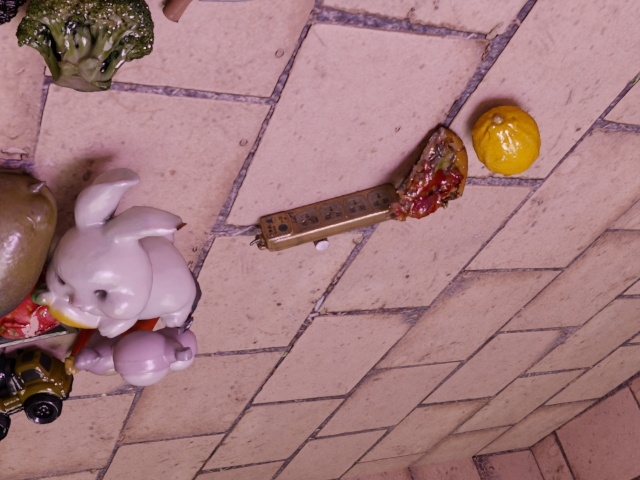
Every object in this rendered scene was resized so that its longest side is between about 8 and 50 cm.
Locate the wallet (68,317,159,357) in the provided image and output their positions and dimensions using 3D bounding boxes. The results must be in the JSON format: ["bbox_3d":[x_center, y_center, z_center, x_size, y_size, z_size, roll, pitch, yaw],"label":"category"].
[{"bbox_3d":[-0.425,0.198,1.593,0.142,0.045,0.204,5,141,-30],"label":"wallet"}]

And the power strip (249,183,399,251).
[{"bbox_3d":[0.015,-0.041,1.431,0.306,0.064,0.044,-16,146,-5],"label":"power strip"}]

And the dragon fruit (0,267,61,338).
[{"bbox_3d":[-0.491,0.079,1.292,0.153,0.153,0.110,-11,130,-12],"label":"dragon fruit"}]

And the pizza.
[{"bbox_3d":[0.202,-0.091,1.399,0.193,0.053,0.201,-48,148,-3],"label":"pizza"}]

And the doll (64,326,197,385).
[{"bbox_3d":[-0.343,0.206,1.417,0.160,0.094,0.365,-7,180,-42],"label":"doll"}]

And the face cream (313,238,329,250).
[{"bbox_3d":[0.000,0.000,1.477,0.038,0.020,0.115,-20,-169,-1],"label":"face cream"}]

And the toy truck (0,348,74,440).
[{"bbox_3d":[-0.622,0.286,1.554,0.225,0.147,0.165,-17,121,0],"label":"toy truck"}]

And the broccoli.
[{"bbox_3d":[-0.272,-0.244,0.899,0.162,0.137,0.146,10,167,-5],"label":"broccoli"}]

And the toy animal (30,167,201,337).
[{"bbox_3d":[-0.313,0.043,1.226,0.247,0.183,0.310,-50,158,-8],"label":"toy animal"}]

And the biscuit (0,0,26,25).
[{"bbox_3d":[-0.364,-0.282,0.885,0.089,0.027,0.087,-14,148,-8],"label":"biscuit"}]

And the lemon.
[{"bbox_3d":[0.319,-0.174,1.339,0.114,0.114,0.155,-27,145,14],"label":"lemon"}]

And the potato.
[{"bbox_3d":[-0.481,0.002,1.128,0.174,0.159,0.251,36,100,-29],"label":"potato"}]

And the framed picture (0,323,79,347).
[{"bbox_3d":[-0.616,0.178,1.406,0.325,0.020,0.240,-10,169,-14],"label":"framed picture"}]

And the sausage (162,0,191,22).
[{"bbox_3d":[-0.153,-0.316,0.947,0.026,0.026,0.116,13,136,-42],"label":"sausage"}]
